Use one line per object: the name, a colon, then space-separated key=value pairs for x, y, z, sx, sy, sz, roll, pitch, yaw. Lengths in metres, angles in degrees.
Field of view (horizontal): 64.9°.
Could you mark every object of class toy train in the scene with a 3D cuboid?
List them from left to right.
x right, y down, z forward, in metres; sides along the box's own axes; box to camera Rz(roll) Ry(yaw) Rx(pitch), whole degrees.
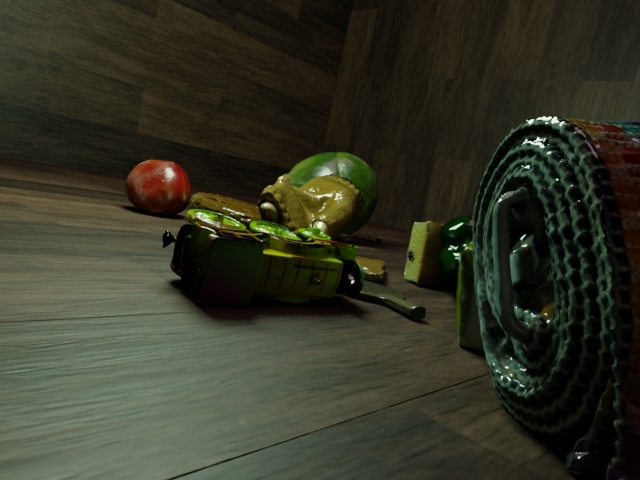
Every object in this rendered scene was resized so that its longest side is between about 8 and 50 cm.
toy train: x=-0.063 y=0.031 z=0.705 sx=0.296 sy=0.100 sz=0.161 roll=8 pitch=14 yaw=-38

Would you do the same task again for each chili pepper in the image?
chili pepper: x=0.332 y=0.044 z=1.008 sx=0.174 sy=0.165 sz=0.261 roll=6 pitch=-12 yaw=27

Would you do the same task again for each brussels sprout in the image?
brussels sprout: x=0.012 y=-0.153 z=1.710 sx=0.355 sy=0.289 sz=0.281 roll=1 pitch=-14 yaw=29

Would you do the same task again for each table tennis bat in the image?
table tennis bat: x=0.093 y=0.090 z=0.840 sx=0.131 sy=0.022 sz=0.234 roll=10 pitch=4 yaw=-27

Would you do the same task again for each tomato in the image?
tomato: x=-0.443 y=-0.145 z=1.375 sx=0.187 sy=0.151 sz=0.187 roll=10 pitch=11 yaw=-2

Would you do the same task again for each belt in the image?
belt: x=0.220 y=0.040 z=0.433 sx=0.161 sy=0.294 sz=0.207 roll=3 pitch=-10 yaw=-10

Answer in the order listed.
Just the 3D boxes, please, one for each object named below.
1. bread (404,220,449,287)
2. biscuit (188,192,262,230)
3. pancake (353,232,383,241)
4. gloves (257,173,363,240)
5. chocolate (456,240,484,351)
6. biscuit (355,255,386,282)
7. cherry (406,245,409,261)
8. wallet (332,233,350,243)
bread: x=0.363 y=0.049 z=1.160 sx=0.362 sy=0.138 sz=0.077 roll=10 pitch=-1 yaw=-26
biscuit: x=-0.226 y=-0.065 z=1.392 sx=0.296 sy=0.075 sz=0.296 roll=17 pitch=6 yaw=-2
pancake: x=0.186 y=-0.013 z=1.958 sx=0.116 sy=0.022 sz=0.130 roll=13 pitch=6 yaw=39
gloves: x=-0.027 y=-0.061 z=1.200 sx=0.203 sy=0.155 sz=0.356 roll=31 pitch=28 yaw=22
chocolate: x=0.342 y=0.095 z=0.716 sx=0.301 sy=0.137 sz=0.289 roll=15 pitch=7 yaw=16
biscuit: x=0.075 y=0.055 z=1.079 sx=0.131 sy=0.025 sz=0.231 roll=12 pitch=6 yaw=9
cherry: x=0.291 y=0.060 z=1.239 sx=0.148 sy=0.188 sz=0.115 roll=-8 pitch=-20 yaw=-46
wallet: x=0.000 y=0.000 z=1.358 sx=0.124 sy=0.042 sz=0.230 roll=14 pitch=13 yaw=14
